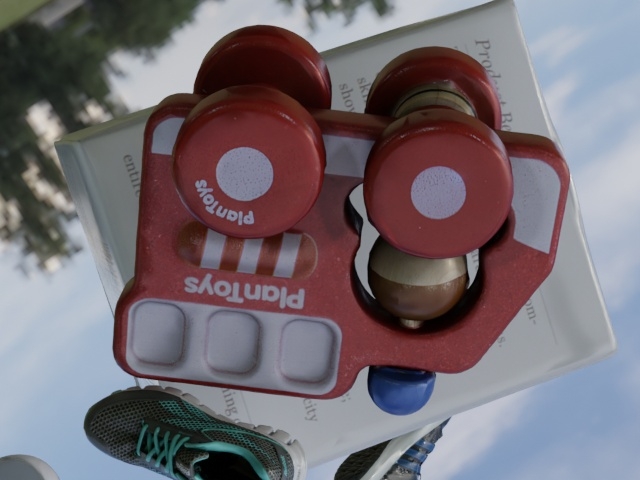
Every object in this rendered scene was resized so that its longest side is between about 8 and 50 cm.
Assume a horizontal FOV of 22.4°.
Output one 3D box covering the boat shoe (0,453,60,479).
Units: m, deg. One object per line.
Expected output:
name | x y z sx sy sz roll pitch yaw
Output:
boat shoe | -0.227 0.229 1.056 0.228 0.080 0.076 -58 160 14

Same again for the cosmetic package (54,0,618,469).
cosmetic package | 0.000 0.000 1.483 0.394 0.329 0.327 -18 -174 -11

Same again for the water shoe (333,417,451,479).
water shoe | 0.092 0.262 1.923 0.203 0.080 0.073 -36 -157 -35

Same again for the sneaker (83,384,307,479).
sneaker | -0.094 0.147 1.154 0.166 0.065 0.076 12 -173 9

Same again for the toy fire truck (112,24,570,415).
toy fire truck | 0.012 0.000 1.142 0.302 0.254 0.169 7 -155 -2
